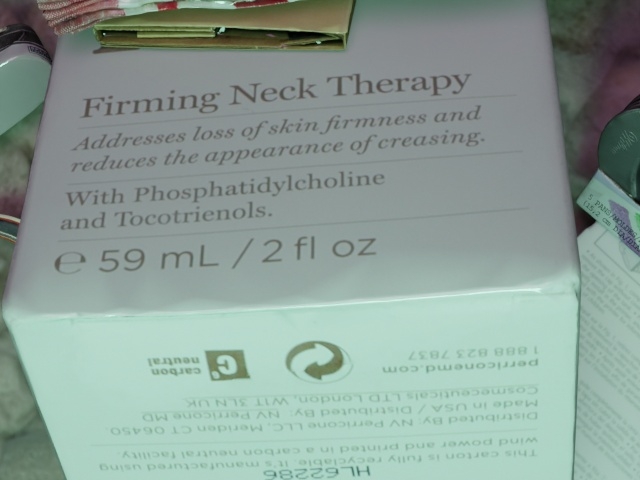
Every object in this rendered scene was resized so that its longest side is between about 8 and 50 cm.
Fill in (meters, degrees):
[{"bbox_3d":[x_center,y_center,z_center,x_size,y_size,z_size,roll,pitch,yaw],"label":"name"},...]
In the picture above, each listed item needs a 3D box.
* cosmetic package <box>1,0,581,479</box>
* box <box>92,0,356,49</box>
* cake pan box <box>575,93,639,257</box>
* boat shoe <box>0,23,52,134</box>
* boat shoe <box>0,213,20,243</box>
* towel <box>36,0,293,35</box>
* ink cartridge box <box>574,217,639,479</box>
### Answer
[{"bbox_3d":[0.000,0.000,1.093,0.330,0.327,0.393,-4,47,5],"label":"cosmetic package"},{"bbox_3d":[-0.048,-0.200,1.047,0.165,0.021,0.201,2,48,11],"label":"box"},{"bbox_3d":[0.329,-0.015,1.164,0.267,0.245,0.070,43,68,8],"label":"cake pan box"},{"bbox_3d":[-0.325,-0.105,1.343,0.219,0.078,0.070,-33,47,2],"label":"boat shoe"},{"bbox_3d":[-0.221,0.019,1.327,0.137,0.049,0.043,26,87,2],"label":"boat shoe"},{"bbox_3d":[-0.012,-0.234,1.028,0.329,0.037,0.237,-5,46,7],"label":"towel"},{"bbox_3d":[0.277,0.145,1.277,0.308,0.091,0.385,44,70,9],"label":"ink cartridge box"}]
